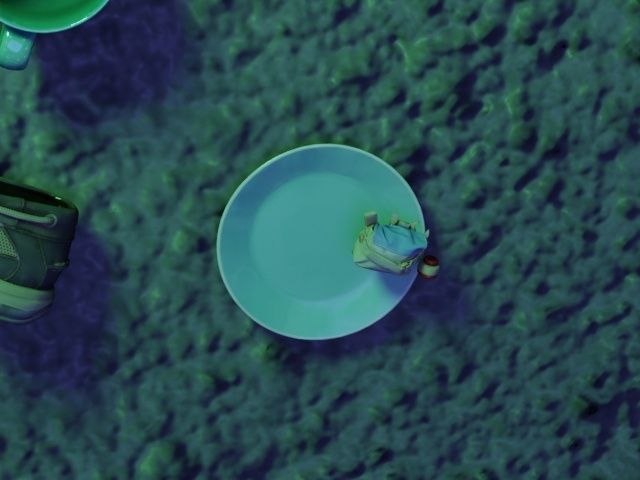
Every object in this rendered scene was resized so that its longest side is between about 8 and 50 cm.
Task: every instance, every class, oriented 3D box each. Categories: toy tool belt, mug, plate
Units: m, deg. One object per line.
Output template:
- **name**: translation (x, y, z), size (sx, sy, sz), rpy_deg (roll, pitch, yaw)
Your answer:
- **toy tool belt**: translation (0.071, 0.003, 1.610), size (0.083, 0.052, 0.051), rpy_deg (12, 118, -14)
- **mug**: translation (-0.232, -0.232, 1.467), size (0.158, 0.097, 0.129), rpy_deg (-39, 113, 8)
- **plate**: translation (0.000, 0.000, 1.638), size (0.188, 0.024, 0.188), rpy_deg (-3, 111, -8)

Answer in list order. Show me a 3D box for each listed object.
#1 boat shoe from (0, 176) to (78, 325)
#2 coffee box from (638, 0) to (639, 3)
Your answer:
- **boat shoe**: translation (-0.361, -0.057, 1.514), size (0.355, 0.132, 0.130), rpy_deg (27, 95, -27)
- **coffee box**: translation (0.361, -0.266, 1.577), size (0.184, 0.040, 0.113), rpy_deg (-8, 119, -5)
